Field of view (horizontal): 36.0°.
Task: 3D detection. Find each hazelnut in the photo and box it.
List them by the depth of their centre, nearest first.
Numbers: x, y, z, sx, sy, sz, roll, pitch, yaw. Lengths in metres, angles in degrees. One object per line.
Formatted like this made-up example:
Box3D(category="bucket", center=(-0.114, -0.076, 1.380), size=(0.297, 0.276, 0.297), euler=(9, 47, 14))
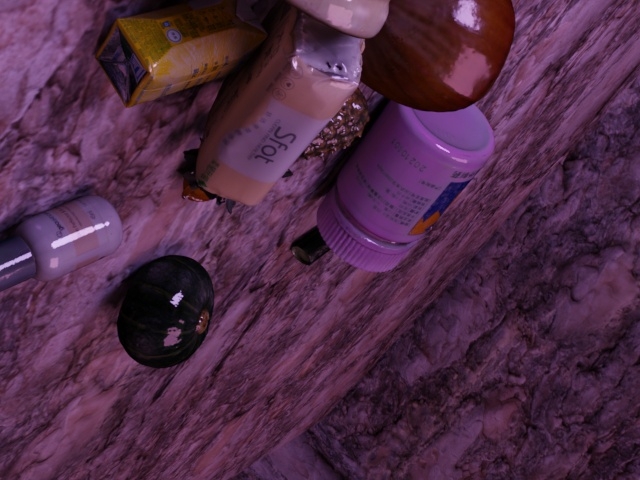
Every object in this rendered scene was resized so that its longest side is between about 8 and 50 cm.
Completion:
Box3D(category="hazelnut", center=(0.132, -0.241, 1.183), size=(0.210, 0.186, 0.210), euler=(-33, -179, 1))

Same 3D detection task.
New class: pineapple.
Box3D(category="pineapple", center=(-0.059, -0.125, 1.188), size=(0.251, 0.125, 0.125), euler=(-34, 164, -30))

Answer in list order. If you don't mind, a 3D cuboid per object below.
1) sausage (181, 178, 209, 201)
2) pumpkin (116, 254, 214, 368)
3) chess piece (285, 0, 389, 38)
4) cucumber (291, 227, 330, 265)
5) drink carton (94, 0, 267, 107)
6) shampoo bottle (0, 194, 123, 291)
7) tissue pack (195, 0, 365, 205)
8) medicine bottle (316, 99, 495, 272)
Box3D(category="sausage", center=(-0.107, -0.100, 1.258), size=(0.183, 0.054, 0.062), euler=(-33, -165, -30))
Box3D(category="pumpkin", center=(-0.220, 0.103, 1.407), size=(0.125, 0.167, 0.167), euler=(4, 165, 7))
Box3D(category="chess piece", center=(0.058, -0.338, 0.824), size=(0.300, 0.167, 0.167), euler=(-54, 160, 23))
Box3D(category="cucumber", center=(0.000, 0.000, 1.792), size=(0.105, 0.048, 0.048), euler=(-37, 164, -20))
Box3D(category="drink carton", center=(-0.112, -0.193, 0.949), size=(0.200, 0.075, 0.084), euler=(-27, 170, -38))
Box3D(category="shampoo bottle", center=(-0.308, 0.011, 1.063), size=(0.192, 0.074, 0.074), euler=(-26, 159, -37))
Box3D(category="tissue pack", center=(-0.037, -0.163, 1.012), size=(0.222, 0.090, 0.186), euler=(-45, -153, 42))
Box3D(category="medicine bottle", center=(0.129, -0.099, 1.571), size=(0.178, 0.178, 0.291), euler=(-23, 156, -46))
